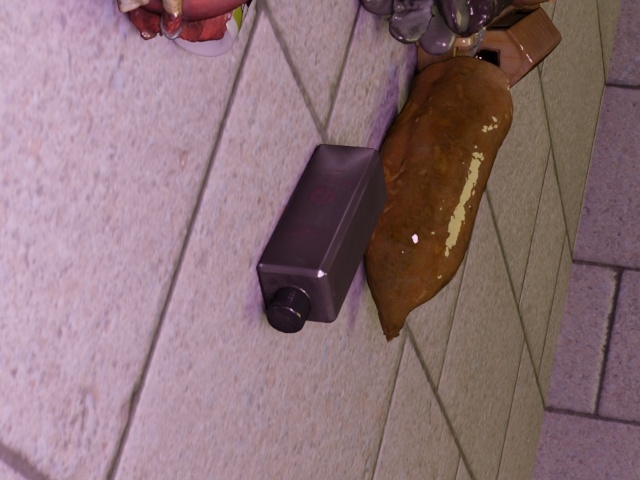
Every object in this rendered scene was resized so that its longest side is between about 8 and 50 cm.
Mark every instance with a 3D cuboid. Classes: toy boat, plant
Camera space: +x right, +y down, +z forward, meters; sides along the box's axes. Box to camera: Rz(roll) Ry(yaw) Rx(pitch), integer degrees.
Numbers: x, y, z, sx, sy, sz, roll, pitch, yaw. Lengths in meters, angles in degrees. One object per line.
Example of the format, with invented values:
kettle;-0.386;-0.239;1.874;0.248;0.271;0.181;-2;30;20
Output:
toy boat;0.258;-0.293;2.052;0.445;0.162;0.136;-43;134;-63
plant;0.145;-0.312;1.744;0.274;0.146;0.149;-42;130;-57

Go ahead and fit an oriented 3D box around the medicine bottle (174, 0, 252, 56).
medicine bottle;-0.075;-0.252;1.245;0.092;0.061;0.221;114;-5;-59

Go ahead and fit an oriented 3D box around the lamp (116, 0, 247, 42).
lamp;-0.104;-0.247;1.044;0.223;0.151;0.215;172;-69;-67

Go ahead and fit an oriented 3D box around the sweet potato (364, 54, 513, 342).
sweet potato;0.136;-0.055;1.795;0.158;0.157;0.370;61;44;-60

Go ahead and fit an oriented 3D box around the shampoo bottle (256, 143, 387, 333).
shampoo bottle;0.000;0.000;1.511;0.246;0.080;0.079;-66;153;-43

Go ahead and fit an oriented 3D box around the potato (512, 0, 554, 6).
potato;0.281;-0.434;1.974;0.288;0.301;0.237;41;60;-14
